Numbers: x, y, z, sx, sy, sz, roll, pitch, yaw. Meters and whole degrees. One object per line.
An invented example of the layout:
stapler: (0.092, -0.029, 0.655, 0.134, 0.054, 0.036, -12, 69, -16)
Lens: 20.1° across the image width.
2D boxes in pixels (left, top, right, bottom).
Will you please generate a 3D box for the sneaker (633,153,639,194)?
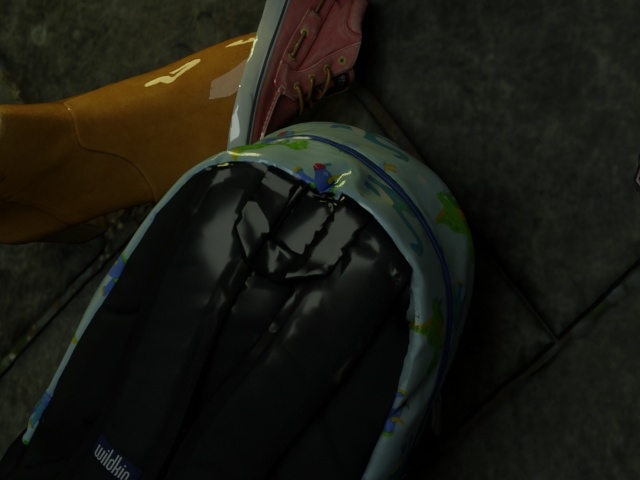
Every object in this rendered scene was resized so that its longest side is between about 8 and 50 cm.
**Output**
sneaker: (0.247, -0.063, 1.255, 0.077, 0.072, 0.178, -27, 64, 37)

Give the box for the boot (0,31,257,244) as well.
boot: (-0.178, -0.083, 1.428, 0.295, 0.211, 0.104, -33, 68, 23)

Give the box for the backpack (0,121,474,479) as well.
backpack: (-0.038, 0.085, 1.300, 0.290, 0.273, 0.356, 32, 127, 19)

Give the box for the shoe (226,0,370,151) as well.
shoe: (-0.016, -0.123, 1.392, 0.081, 0.063, 0.178, 15, 66, 2)
